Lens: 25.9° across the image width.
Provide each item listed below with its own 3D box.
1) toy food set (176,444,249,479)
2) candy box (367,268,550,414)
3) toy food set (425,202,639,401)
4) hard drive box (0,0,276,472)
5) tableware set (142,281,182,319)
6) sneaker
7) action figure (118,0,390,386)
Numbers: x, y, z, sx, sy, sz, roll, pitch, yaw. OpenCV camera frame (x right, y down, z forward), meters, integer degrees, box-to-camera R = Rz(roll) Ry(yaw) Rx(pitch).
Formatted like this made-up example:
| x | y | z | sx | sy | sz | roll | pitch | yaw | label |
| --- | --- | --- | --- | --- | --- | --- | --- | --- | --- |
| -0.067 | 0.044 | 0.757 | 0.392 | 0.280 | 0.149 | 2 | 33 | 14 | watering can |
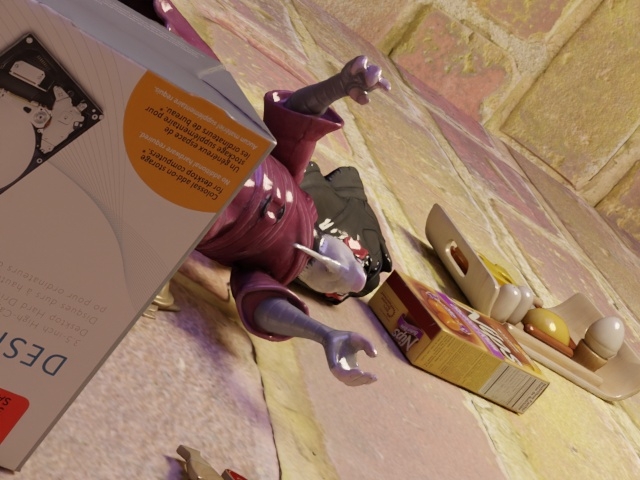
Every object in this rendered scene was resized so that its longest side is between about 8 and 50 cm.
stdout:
| x | y | z | sx | sy | sz | roll | pitch | yaw | label |
| --- | --- | --- | --- | --- | --- | --- | --- | --- | --- |
| -0.044 | 0.175 | 0.846 | 0.078 | 0.019 | 0.122 | 31 | 9 | -31 | toy food set |
| 0.147 | 0.107 | 1.458 | 0.186 | 0.053 | 0.109 | 29 | 17 | -40 | candy box |
| 0.286 | 0.074 | 1.822 | 0.306 | 0.092 | 0.220 | 31 | 17 | -31 | toy food set |
| -0.167 | -0.018 | 0.695 | 0.181 | 0.232 | 0.089 | 28 | 19 | -36 | hard drive box |
| -0.174 | 0.005 | 1.040 | 0.168 | 0.020 | 0.141 | 42 | 13 | 17 | tableware set |
| 0.000 | 0.000 | 1.334 | 0.130 | 0.109 | 0.286 | 58 | 24 | 9 | sneaker |
| -0.086 | -0.027 | 1.090 | 0.370 | 0.275 | 0.248 | 43 | 52 | -49 | action figure |
